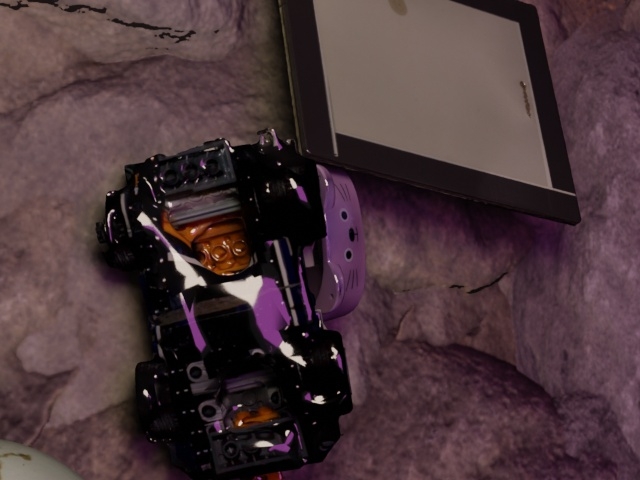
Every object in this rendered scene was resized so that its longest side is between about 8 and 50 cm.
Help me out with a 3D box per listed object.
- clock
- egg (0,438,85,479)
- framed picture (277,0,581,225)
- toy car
[{"bbox_3d":[0.000,0.000,1.487,0.050,0.110,0.152,-5,87,-34],"label":"clock"},{"bbox_3d":[-0.231,0.260,1.247,0.264,0.183,0.183,45,61,-29],"label":"egg"},{"bbox_3d":[0.105,-0.159,1.584,0.347,0.016,0.265,11,58,-35],"label":"framed picture"},{"bbox_3d":[-0.078,0.062,1.407,0.193,0.118,0.301,-10,92,1],"label":"toy car"}]
